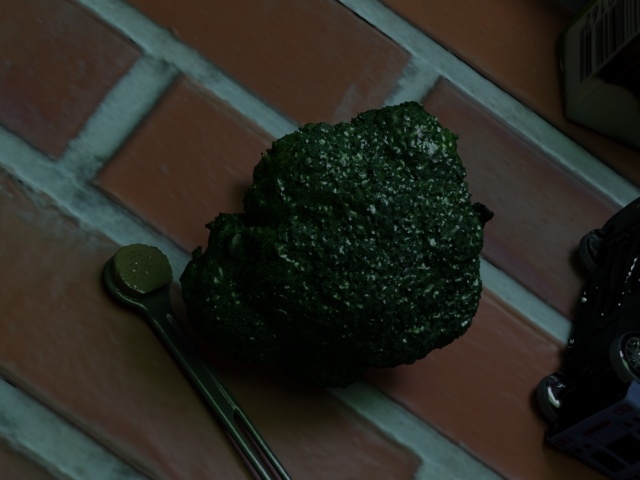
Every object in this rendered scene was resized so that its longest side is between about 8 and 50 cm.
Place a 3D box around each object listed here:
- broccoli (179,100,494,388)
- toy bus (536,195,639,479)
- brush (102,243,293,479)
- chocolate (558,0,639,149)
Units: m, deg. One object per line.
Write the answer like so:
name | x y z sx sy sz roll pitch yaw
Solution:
broccoli | 0.000 0.000 1.624 0.269 0.254 0.269 -1 24 0
toy bus | 0.314 0.083 1.787 0.133 0.125 0.292 36 48 -16
brush | -0.097 0.111 1.592 0.062 0.027 0.266 -24 72 -41
chocolate | 0.432 -0.185 1.947 0.289 0.301 0.137 22 63 -13
